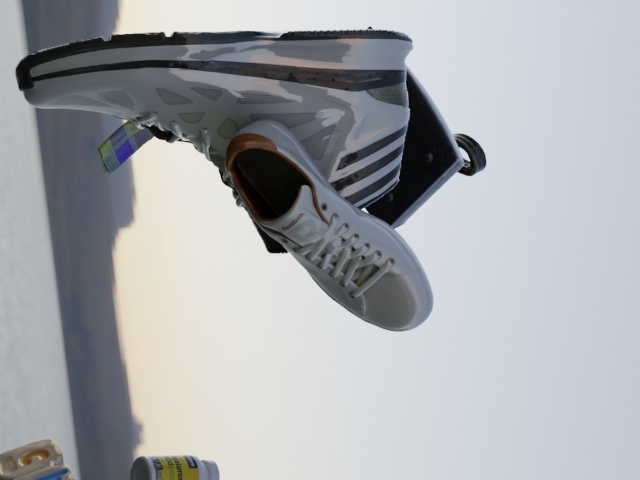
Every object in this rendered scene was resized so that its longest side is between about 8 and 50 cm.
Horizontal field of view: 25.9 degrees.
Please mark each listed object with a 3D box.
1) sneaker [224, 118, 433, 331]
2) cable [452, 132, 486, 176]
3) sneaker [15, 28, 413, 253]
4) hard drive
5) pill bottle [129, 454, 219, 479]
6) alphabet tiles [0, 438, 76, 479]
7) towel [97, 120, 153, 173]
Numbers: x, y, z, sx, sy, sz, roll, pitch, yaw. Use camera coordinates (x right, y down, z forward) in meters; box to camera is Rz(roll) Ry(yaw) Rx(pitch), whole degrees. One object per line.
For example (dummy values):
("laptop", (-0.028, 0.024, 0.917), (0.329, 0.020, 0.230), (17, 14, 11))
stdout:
("sneaker", (0.000, 0.000, 1.487), (0.290, 0.106, 0.123), (44, 18, -2))
("cable", (0.156, -0.148, 2.202), (0.287, 0.072, 0.139), (45, -31, 48))
("sneaker", (-0.113, -0.107, 1.568), (0.169, 0.447, 0.258), (-135, -137, -79))
("hard drive", (0.091, -0.155, 1.942), (0.172, 0.054, 0.255), (-46, -121, 27))
("pill bottle", (-0.202, 0.332, 1.947), (0.065, 0.116, 0.065), (-9, -101, 53))
("alphabet tiles", (-0.375, 0.281, 1.365), (0.284, 0.278, 0.021), (-139, -144, -59))
("towel", (-0.249, -0.126, 1.782), (0.009, 0.083, 0.060), (38, -23, 25))
